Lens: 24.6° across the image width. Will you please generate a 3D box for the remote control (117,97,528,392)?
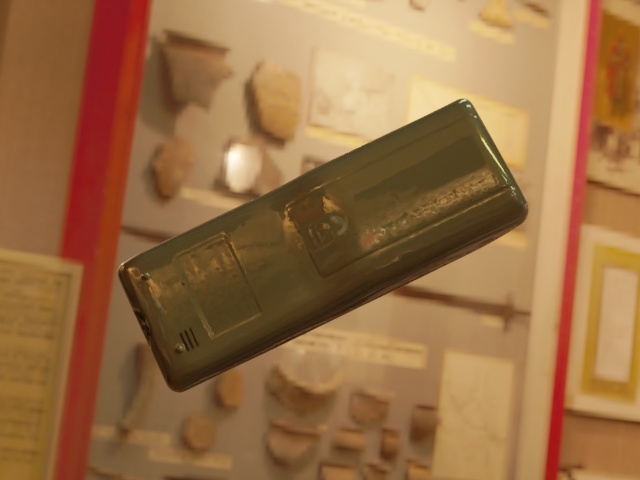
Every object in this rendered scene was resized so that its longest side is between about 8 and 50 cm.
[{"bbox_3d":[0.000,0.000,0.593,0.162,0.061,0.029,-26,-18,-4],"label":"remote control"}]
